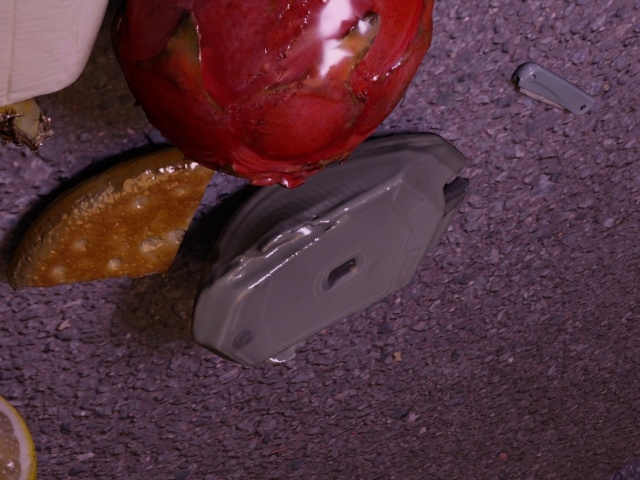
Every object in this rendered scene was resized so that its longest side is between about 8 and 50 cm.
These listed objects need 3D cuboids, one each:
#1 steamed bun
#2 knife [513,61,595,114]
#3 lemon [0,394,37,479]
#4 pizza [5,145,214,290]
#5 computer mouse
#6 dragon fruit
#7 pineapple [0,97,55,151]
[{"bbox_3d":[-0.308,-0.218,1.048,0.250,0.155,0.200,-12,144,-35],"label":"steamed bun"},{"bbox_3d":[0.311,-0.199,1.629,0.162,0.023,0.044,17,121,-46],"label":"knife"},{"bbox_3d":[-0.481,0.290,1.476,0.219,0.240,0.240,-36,146,30],"label":"lemon"},{"bbox_3d":[-0.229,-0.019,1.429,0.292,0.058,0.197,-34,146,7],"label":"pizza"},{"bbox_3d":[0.000,-0.003,1.547,0.429,0.145,0.228,-29,139,-23],"label":"computer mouse"},{"bbox_3d":[-0.040,-0.211,1.147,0.295,0.295,0.302,12,113,-44],"label":"dragon fruit"},{"bbox_3d":[-0.302,-0.126,1.220,0.077,0.114,0.114,-52,148,-2],"label":"pineapple"}]
